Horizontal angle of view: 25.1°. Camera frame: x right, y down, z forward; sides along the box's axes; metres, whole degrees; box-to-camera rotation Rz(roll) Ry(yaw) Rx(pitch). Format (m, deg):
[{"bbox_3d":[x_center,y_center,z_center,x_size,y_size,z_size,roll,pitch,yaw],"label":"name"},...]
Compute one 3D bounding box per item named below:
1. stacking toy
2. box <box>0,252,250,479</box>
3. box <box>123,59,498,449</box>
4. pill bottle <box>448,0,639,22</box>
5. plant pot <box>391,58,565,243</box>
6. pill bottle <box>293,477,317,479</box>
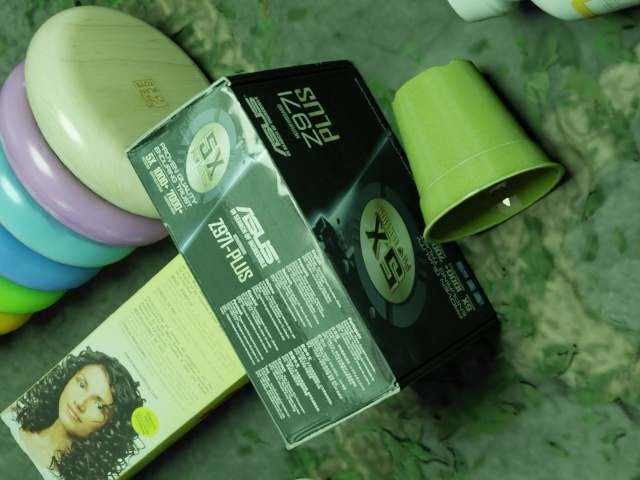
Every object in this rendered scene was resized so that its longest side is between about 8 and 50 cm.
[{"bbox_3d":[-0.207,0.003,0.900,0.330,0.141,0.141,-38,82,31],"label":"stacking toy"},{"bbox_3d":[-0.095,0.075,0.894,0.232,0.058,0.087,-42,80,26],"label":"box"},{"bbox_3d":[0.000,0.000,0.780,0.077,0.147,0.180,-32,84,29],"label":"box"},{"bbox_3d":[0.148,-0.166,0.697,0.184,0.103,0.103,-13,94,28],"label":"pill bottle"},{"bbox_3d":[0.076,-0.052,0.777,0.083,0.083,0.079,-35,72,28],"label":"plant pot"},{"bbox_3d":[-0.078,0.231,0.880,0.221,0.121,0.121,-29,86,28],"label":"pill bottle"}]
